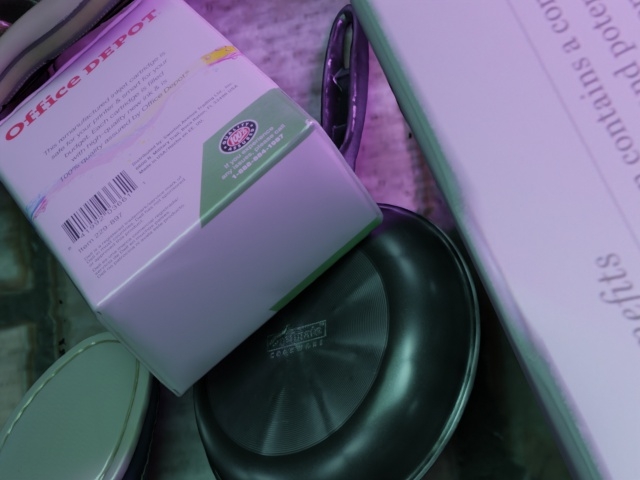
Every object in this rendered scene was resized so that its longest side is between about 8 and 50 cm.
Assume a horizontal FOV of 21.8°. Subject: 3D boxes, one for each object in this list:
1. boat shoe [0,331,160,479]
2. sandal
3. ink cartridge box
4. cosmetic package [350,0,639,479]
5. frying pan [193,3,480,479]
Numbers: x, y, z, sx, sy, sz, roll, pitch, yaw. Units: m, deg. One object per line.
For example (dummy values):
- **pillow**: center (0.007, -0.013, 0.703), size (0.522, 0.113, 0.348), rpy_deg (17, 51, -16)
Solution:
- **boat shoe**: center (-0.145, 0.177, 0.945), size (0.095, 0.079, 0.254), rpy_deg (1, 63, 31)
- **sandal**: center (-0.212, -0.123, 1.024), size (0.303, 0.120, 0.086), rpy_deg (-38, 101, 11)
- **ink cartridge box**: center (-0.086, -0.036, 0.957), size (0.154, 0.093, 0.212), rpy_deg (-41, 41, -3)
- **cosmetic package**: center (0.274, -0.018, 0.769), size (0.394, 0.327, 0.329), rpy_deg (-25, 67, 5)
- **frying pan**: center (0.021, 0.006, 0.946), size (0.197, 0.053, 0.326), rpy_deg (10, 76, 42)
